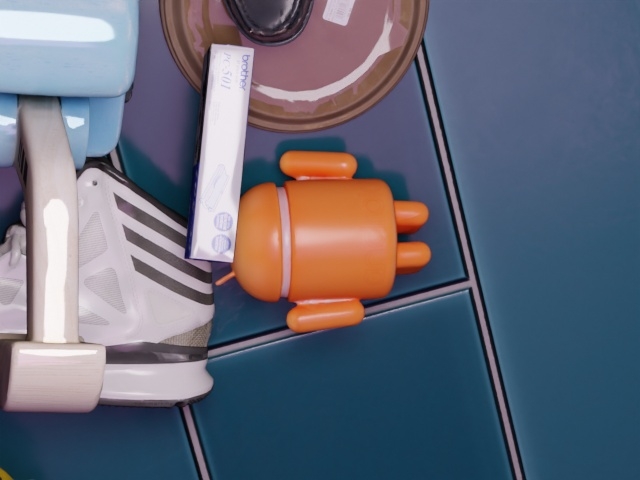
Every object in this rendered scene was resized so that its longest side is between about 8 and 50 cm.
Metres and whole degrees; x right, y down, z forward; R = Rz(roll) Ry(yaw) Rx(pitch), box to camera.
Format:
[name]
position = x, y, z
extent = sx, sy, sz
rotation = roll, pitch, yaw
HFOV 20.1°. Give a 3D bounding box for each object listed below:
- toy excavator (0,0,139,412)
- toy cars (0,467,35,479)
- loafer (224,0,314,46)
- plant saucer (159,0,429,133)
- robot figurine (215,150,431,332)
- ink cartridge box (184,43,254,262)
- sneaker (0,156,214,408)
[toy excavator]
position = -0.255, -0.119, 1.612
extent = 0.222, 0.445, 0.432
rotation = 3, 113, -16
[toy cars]
position = -0.423, 0.243, 1.879
extent = 0.394, 0.087, 0.176
rotation = 28, 131, -10
[loafer]
position = -0.060, -0.341, 1.727
extent = 0.109, 0.095, 0.302
rotation = -2, 87, 5
[plant saucer]
position = -0.024, -0.243, 1.826
extent = 0.278, 0.041, 0.277
rotation = -1, 103, -6
[robot figurine]
position = 0.000, -0.002, 1.846
extent = 0.219, 0.128, 0.158
rotation = -2, 119, -7
[ink cartridge box]
position = -0.099, -0.083, 1.761
extent = 0.046, 0.097, 0.207
rotation = 6, 89, -7
[sneaker]
position = -0.324, 0.028, 1.820
extent = 0.448, 0.169, 0.257
rotation = 3, 95, -15
